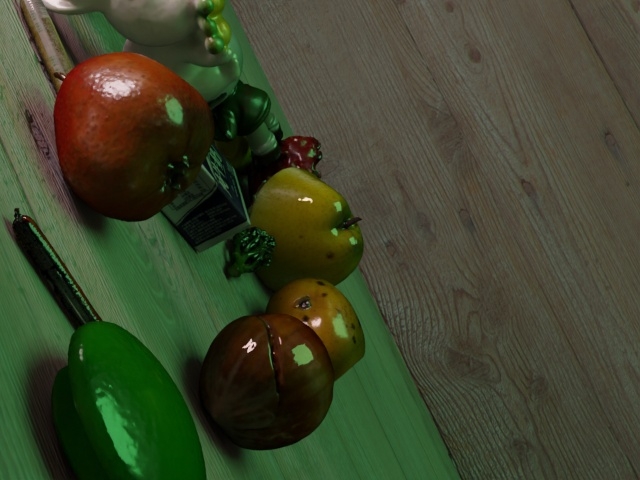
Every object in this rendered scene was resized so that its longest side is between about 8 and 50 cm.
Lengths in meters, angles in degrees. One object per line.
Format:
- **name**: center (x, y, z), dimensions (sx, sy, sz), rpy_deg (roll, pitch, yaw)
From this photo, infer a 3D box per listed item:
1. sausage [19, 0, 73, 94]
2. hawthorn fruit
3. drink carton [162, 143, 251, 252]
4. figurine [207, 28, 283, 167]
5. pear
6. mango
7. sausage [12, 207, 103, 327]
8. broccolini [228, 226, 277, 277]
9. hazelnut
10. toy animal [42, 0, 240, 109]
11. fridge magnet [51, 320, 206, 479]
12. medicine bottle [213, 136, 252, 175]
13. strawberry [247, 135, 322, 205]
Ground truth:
- **sausage**: center (-0.331, -0.210, 1.395), dimensions (0.269, 0.033, 0.033), rpy_deg (65, 8, 10)
- **hawthorn fruit**: center (-0.242, -0.139, 1.294), dimensions (0.225, 0.196, 0.196), rpy_deg (42, 1, 19)
- **drink carton**: center (-0.208, -0.105, 1.634), dimensions (0.222, 0.102, 0.134), rpy_deg (52, 15, -47)
- **figurine**: center (-0.192, -0.289, 2.038), dimensions (0.370, 0.167, 0.281), rpy_deg (50, 34, -39)
- **pear**: center (-0.002, -0.001, 2.031), dimensions (0.178, 0.267, 0.267), rpy_deg (13, -34, 43)
- **mango**: center (-0.008, 0.157, 1.884), dimensions (0.191, 0.160, 0.290), rpy_deg (56, 2, 9)
- **sausage**: center (-0.251, 0.051, 1.079), dimensions (0.028, 0.025, 0.198), rpy_deg (10, -47, 59)
- **broccolini**: center (-0.139, 0.030, 1.882), dimensions (0.091, 0.068, 0.202), rpy_deg (50, 24, -4)
- **hazelnut**: center (-0.076, 0.173, 1.376), dimensions (0.182, 0.182, 0.182), rpy_deg (61, 8, -14)
- **toy animal**: center (-0.250, -0.331, 1.588), dimensions (0.310, 0.247, 0.183), rpy_deg (57, 30, -59)
- **fridge magnet**: center (-0.170, 0.170, 0.977), dimensions (0.208, 0.088, 0.208), rpy_deg (61, 7, -13)
- **medicine bottle**: center (-0.158, -0.186, 2.315), dimensions (0.309, 0.076, 0.111), rpy_deg (28, 52, -77)
- **strawberry**: center (-0.079, -0.119, 2.250), dimensions (0.280, 0.150, 0.253), rpy_deg (-94, -170, -46)
